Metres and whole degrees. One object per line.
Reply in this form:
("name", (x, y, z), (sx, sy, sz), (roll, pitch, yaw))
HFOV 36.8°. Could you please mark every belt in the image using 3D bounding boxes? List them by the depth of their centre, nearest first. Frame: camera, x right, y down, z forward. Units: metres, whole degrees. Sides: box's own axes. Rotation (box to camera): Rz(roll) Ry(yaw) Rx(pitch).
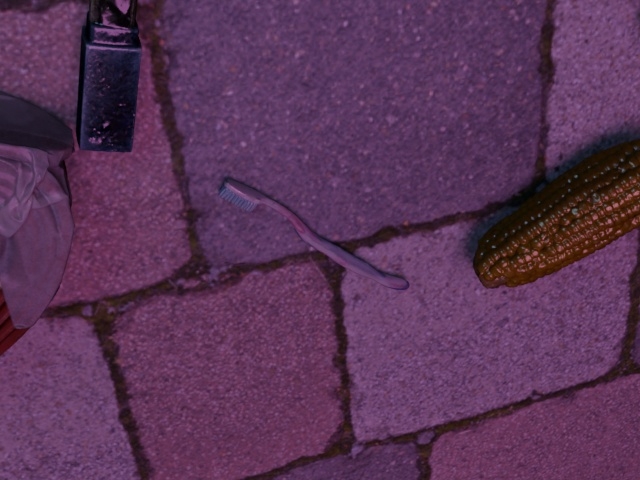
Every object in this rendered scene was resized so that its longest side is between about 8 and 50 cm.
("belt", (-0.355, 0.001, 0.862), (0.324, 0.115, 0.227), (-43, 127, 12))

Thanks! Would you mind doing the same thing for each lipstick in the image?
("lipstick", (-0.171, -0.224, 0.809), (0.051, 0.051, 0.312), (2, 121, -17))

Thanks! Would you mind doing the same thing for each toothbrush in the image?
("toothbrush", (0.000, 0.000, 1.040), (0.269, 0.021, 0.027), (29, 123, -32))

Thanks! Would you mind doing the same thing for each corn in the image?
("corn", (0.287, -0.028, 1.072), (0.261, 0.097, 0.097), (-33, 128, 7))
